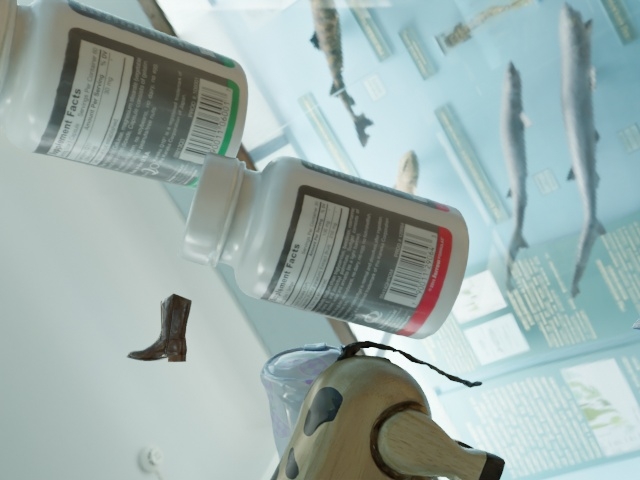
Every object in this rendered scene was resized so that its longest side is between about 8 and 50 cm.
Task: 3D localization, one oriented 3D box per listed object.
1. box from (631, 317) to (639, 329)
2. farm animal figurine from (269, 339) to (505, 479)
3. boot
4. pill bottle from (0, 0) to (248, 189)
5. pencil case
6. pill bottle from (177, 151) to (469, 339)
[{"bbox_3d":[0.403,0.070,0.595,0.109,0.178,0.042,69,-144,-61],"label":"box"},{"bbox_3d":[-0.008,0.210,0.411,0.172,0.330,0.327,29,-117,1],"label":"farm animal figurine"},{"bbox_3d":[-0.272,0.147,1.073,0.037,0.106,0.114,84,-174,-82],"label":"boot"},{"bbox_3d":[-0.297,-0.201,0.852,0.361,0.204,0.204,12,-128,-33],"label":"pill bottle"},{"bbox_3d":[0.000,0.265,0.775,0.124,0.113,0.273,-119,21,-82],"label":"pencil case"},{"bbox_3d":[0.000,0.000,0.770,0.318,0.176,0.176,16,-139,-11],"label":"pill bottle"}]
